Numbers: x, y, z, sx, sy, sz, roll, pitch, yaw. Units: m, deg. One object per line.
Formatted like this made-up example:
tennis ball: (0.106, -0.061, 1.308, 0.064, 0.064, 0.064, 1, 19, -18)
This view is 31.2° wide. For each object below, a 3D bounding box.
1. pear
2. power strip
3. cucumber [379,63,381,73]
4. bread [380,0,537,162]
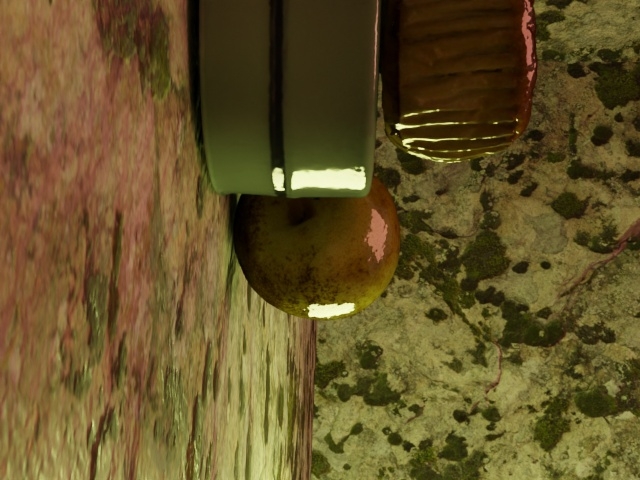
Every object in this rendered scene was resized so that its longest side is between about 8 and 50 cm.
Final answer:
pear: (0.000, 0.000, 1.332, 0.197, 0.197, 0.197, 1, 90, -88)
power strip: (-0.026, -0.198, 1.135, 0.357, 0.162, 0.357, 1, 90, -90)
cucumber: (0.079, -0.227, 1.260, 0.048, 0.048, 0.105, -77, 173, -79)
bread: (0.123, -0.192, 1.091, 0.253, 0.143, 0.227, -78, 163, -76)
